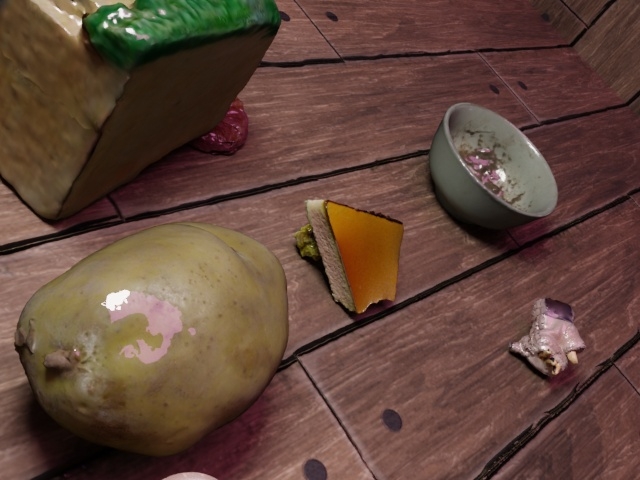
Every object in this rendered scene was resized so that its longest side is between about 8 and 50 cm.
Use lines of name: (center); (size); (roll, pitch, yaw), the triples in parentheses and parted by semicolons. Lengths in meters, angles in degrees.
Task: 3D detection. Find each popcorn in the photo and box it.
popcorn: (-0.001, -0.003, 1.141); (0.083, 0.060, 0.068); (-7, 23, -14)

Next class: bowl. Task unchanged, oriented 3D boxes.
bowl: (0.325, -0.127, 1.448); (0.289, 0.146, 0.289); (21, 44, -23)

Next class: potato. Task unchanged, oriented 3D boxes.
potato: (-0.169, 0.104, 0.797); (0.243, 0.221, 0.326); (49, 28, -3)

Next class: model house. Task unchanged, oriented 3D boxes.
model house: (-0.306, -0.295, 0.977); (0.342, 0.335, 0.382); (44, 38, 3)

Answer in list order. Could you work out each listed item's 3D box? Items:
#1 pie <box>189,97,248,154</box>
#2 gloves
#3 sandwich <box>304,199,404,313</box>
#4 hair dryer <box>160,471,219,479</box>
pie: (-0.186, -0.212, 1.215); (0.153, 0.038, 0.154); (19, 46, -21)
gloves: (0.409, 0.176, 1.274); (0.110, 0.094, 0.144); (36, 59, 9)
sandwich: (0.049, 0.031, 1.110); (0.193, 0.058, 0.163); (15, 80, -45)
hair dryer: (-0.200, 0.359, 0.595); (0.106, 0.189, 0.344); (40, 54, 0)
